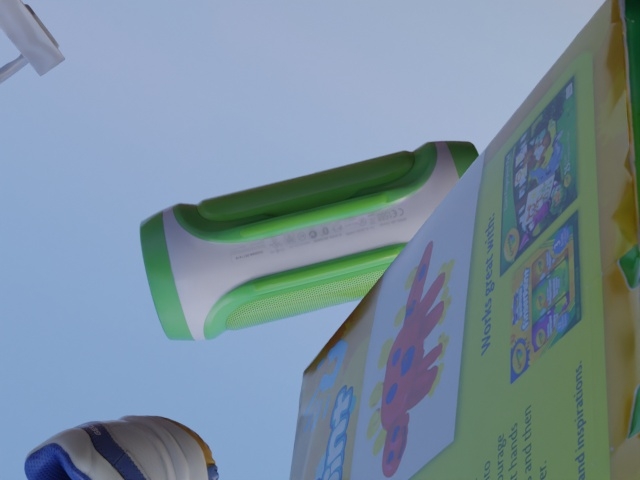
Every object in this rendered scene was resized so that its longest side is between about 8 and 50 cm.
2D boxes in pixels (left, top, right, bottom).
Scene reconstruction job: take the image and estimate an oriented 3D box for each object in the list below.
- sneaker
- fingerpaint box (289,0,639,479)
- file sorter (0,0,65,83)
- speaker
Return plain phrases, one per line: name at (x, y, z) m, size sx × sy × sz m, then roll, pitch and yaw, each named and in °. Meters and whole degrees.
sneaker at (-0.140, 0.257, 0.886) m, size 0.112 × 0.296 × 0.131 m, roll -9°, pitch 168°, yaw 36°
fingerpaint box at (0.113, 0.166, 0.691) m, size 0.163 × 0.371 × 0.444 m, roll 22°, pitch -135°, yaw -15°
file sorter at (-0.293, -0.170, 0.723) m, size 0.193 × 0.173 × 0.277 m, roll 52°, pitch 177°, yaw 24°
speaker at (0.000, 0.000, 1.248) m, size 0.297 × 0.131 × 0.131 m, roll -14°, pitch -159°, yaw 0°
